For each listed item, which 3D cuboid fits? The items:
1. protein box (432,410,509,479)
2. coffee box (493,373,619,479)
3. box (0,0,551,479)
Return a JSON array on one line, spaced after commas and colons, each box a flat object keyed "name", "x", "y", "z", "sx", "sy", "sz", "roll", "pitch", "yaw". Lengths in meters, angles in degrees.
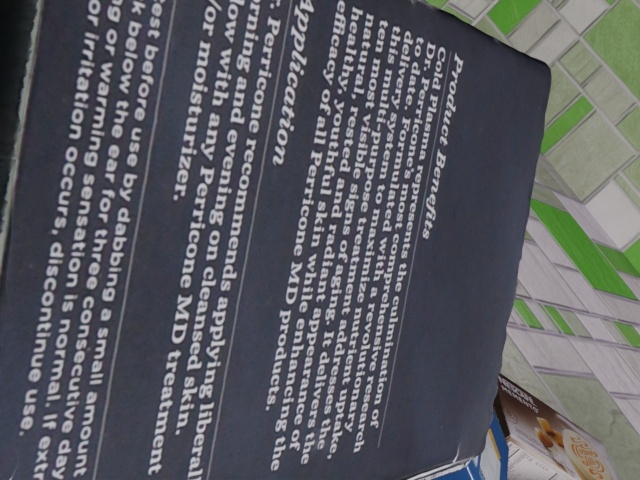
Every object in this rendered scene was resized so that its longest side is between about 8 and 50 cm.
[{"name": "protein box", "x": 0.099, "y": 0.203, "z": 1.164, "sx": 0.201, "sy": 0.136, "sz": 0.199, "roll": -61, "pitch": 129, "yaw": -68}, {"name": "coffee box", "x": 0.285, "y": 0.293, "z": 1.481, "sx": 0.246, "sy": 0.098, "sz": 0.141, "roll": 35, "pitch": 23, "yaw": -25}, {"name": "box", "x": -0.182, "y": -0.031, "z": 0.663, "sx": 0.480, "sy": 0.297, "sz": 0.472, "roll": 12, "pitch": 3, "yaw": 30}]
